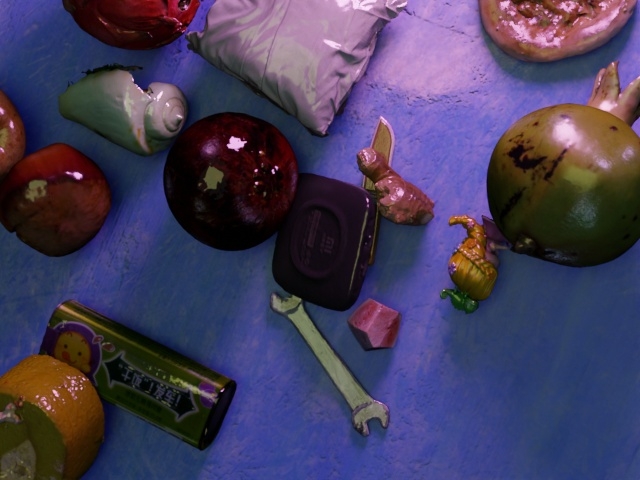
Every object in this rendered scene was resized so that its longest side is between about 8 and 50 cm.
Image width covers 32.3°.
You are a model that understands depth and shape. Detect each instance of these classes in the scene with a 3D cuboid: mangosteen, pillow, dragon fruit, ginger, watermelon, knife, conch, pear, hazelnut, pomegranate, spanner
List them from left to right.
[{"bbox_3d":[-0.627,-0.187,1.965,0.211,0.188,0.229,4,89,35],"label":"pear"},{"bbox_3d":[-0.475,-0.078,1.948,0.208,0.208,0.208,0,88,14],"label":"hazelnut"},{"bbox_3d":[-0.349,-0.241,1.928,0.250,0.143,0.137,27,87,15],"label":"conch"},{"bbox_3d":[-0.324,-0.441,1.888,0.252,0.241,0.241,15,92,0],"label":"dragon fruit"},{"bbox_3d":[-0.169,-0.104,1.855,0.261,0.235,0.236,6,90,48],"label":"mangosteen"},{"bbox_3d":[-0.043,-0.366,1.859,0.310,0.138,0.283,34,88,11],"label":"pillow"},{"bbox_3d":[0.015,0.203,1.887,0.071,0.017,0.302,-37,81,10],"label":"spanner"},{"bbox_3d":[0.085,0.139,1.846,0.092,0.072,0.085,11,74,19],"label":"watermelon"},{"bbox_3d":[0.090,-0.084,1.874,0.046,0.022,0.256,9,91,18],"label":"knife"},{"bbox_3d":[0.114,-0.079,1.823,0.165,0.096,0.067,40,136,1],"label":"ginger"},{"bbox_3d":[0.396,-0.116,1.693,0.260,0.260,0.341,22,81,14],"label":"pomegranate"}]

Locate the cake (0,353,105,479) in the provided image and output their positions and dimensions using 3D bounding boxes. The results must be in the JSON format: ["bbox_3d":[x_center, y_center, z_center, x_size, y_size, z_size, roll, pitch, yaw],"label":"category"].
[{"bbox_3d":[-0.484,0.342,1.914,0.179,0.156,0.261,20,122,20],"label":"cake"}]

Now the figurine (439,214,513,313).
[{"bbox_3d":[0.239,0.033,1.794,0.115,0.095,0.156,28,91,2],"label":"figurine"}]

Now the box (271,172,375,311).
[{"bbox_3d":[0.000,0.000,1.852,0.201,0.042,0.213,16,94,39],"label":"box"}]

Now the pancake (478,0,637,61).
[{"bbox_3d":[0.383,-0.423,1.797,0.282,0.049,0.283,-1,85,13],"label":"pancake"}]

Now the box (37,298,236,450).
[{"bbox_3d":[-0.320,0.233,1.933,0.345,0.097,0.134,24,103,13],"label":"box"}]
